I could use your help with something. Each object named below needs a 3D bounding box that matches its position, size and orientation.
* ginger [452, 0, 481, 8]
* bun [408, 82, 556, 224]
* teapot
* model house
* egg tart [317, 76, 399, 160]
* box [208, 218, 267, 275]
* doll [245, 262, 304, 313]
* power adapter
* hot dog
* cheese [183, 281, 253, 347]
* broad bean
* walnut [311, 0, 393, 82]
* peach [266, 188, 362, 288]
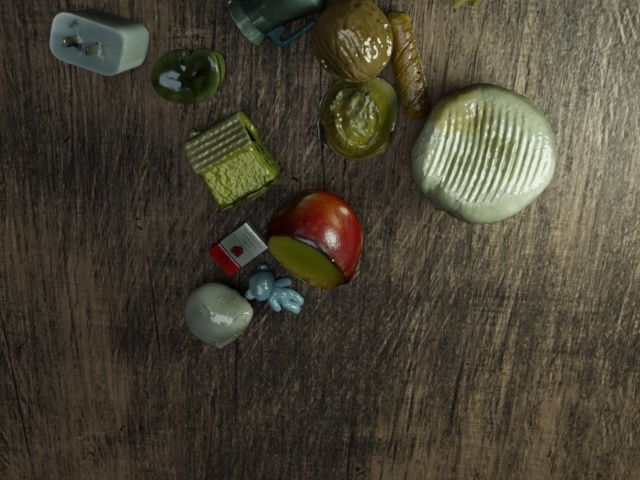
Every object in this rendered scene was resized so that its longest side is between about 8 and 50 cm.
[{"bbox_3d":[0.380,-0.637,1.636,0.205,0.081,0.115,19,79,6],"label":"ginger"},{"bbox_3d":[0.415,-0.218,1.714,0.365,0.219,0.365,0,93,5],"label":"bun"},{"bbox_3d":[-0.099,-0.596,1.657,0.225,0.171,0.203,-29,136,21],"label":"teapot"},{"bbox_3d":[-0.244,-0.223,1.783,0.193,0.175,0.234,-28,109,14],"label":"model house"},{"bbox_3d":[0.102,-0.324,1.768,0.232,0.098,0.252,41,111,-7],"label":"egg tart"},{"bbox_3d":[-0.240,0.021,1.940,0.152,0.048,0.100,-37,102,13],"label":"box"},{"bbox_3d":[-0.137,0.155,1.976,0.179,0.075,0.120,34,67,-21],"label":"doll"},{"bbox_3d":[-0.565,-0.499,1.666,0.187,0.255,0.124,17,113,-2],"label":"power adapter"},{"bbox_3d":[0.225,-0.454,1.727,0.087,0.061,0.286,-14,107,21],"label":"hot dog"},{"bbox_3d":[-0.311,0.218,1.951,0.189,0.154,0.198,44,131,2],"label":"cheese"},{"bbox_3d":[-0.351,-0.443,1.776,0.206,0.072,0.153,-17,106,22],"label":"broad bean"},{"bbox_3d":[0.081,-0.496,1.649,0.213,0.213,0.213,1,110,4],"label":"walnut"},{"bbox_3d":[0.000,0.000,1.812,0.245,0.248,0.275,-44,107,-6],"label":"peach"}]
